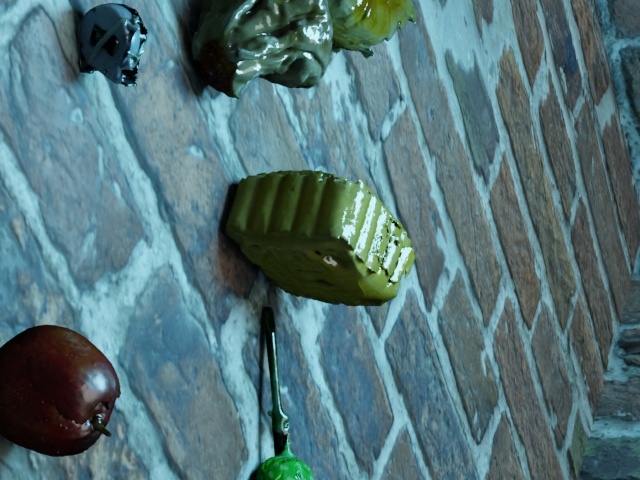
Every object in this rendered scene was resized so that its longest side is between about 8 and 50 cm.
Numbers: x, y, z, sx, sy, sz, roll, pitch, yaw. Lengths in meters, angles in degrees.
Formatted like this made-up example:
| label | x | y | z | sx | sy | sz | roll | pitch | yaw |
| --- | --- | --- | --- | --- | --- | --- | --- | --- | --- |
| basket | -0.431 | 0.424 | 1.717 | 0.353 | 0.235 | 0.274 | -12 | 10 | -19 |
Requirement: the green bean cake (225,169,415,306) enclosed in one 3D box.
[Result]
| label | x | y | z | sx | sy | sz | roll | pitch | yaw |
| --- | --- | --- | --- | --- | --- | --- | --- | --- | --- |
| green bean cake | 0.000 | 0.000 | 2.211 | 0.224 | 0.229 | 0.131 | 48 | 53 | -50 |

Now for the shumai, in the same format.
| label | x | y | z | sx | sy | sz | roll | pitch | yaw |
| --- | --- | --- | --- | --- | --- | --- | --- | --- | --- |
| shumai | -0.081 | -0.305 | 2.100 | 0.185 | 0.183 | 0.218 | -45 | 146 | -59 |

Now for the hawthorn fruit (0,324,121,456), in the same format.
| label | x | y | z | sx | sy | sz | roll | pitch | yaw |
| --- | --- | --- | --- | --- | --- | --- | --- | --- | --- |
| hawthorn fruit | -0.287 | 0.173 | 1.672 | 0.148 | 0.172 | 0.148 | -31 | 132 | -43 |

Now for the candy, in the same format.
| label | x | y | z | sx | sy | sz | roll | pitch | yaw |
| --- | --- | --- | --- | --- | --- | --- | --- | --- | --- |
| candy | -0.062 | 0.258 | 2.254 | 0.097 | 0.097 | 0.324 | 14 | 69 | -63 |

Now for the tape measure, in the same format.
| label | x | y | z | sx | sy | sz | roll | pitch | yaw |
| --- | --- | --- | --- | --- | --- | --- | --- | --- | --- |
| tape measure | -0.256 | -0.244 | 1.855 | 0.054 | 0.091 | 0.094 | -15 | 120 | -57 |

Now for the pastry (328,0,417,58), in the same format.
| label | x | y | z | sx | sy | sz | roll | pitch | yaw |
| --- | --- | --- | --- | --- | --- | --- | --- | --- | --- |
| pastry | 0.044 | -0.465 | 2.424 | 0.329 | 0.136 | 0.330 | 7 | 82 | -62 |
